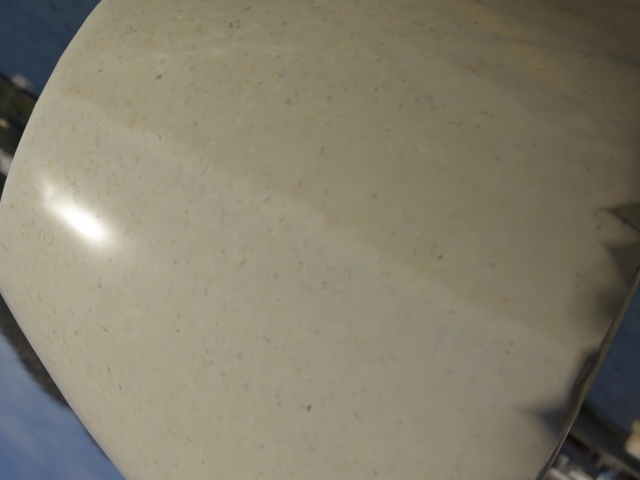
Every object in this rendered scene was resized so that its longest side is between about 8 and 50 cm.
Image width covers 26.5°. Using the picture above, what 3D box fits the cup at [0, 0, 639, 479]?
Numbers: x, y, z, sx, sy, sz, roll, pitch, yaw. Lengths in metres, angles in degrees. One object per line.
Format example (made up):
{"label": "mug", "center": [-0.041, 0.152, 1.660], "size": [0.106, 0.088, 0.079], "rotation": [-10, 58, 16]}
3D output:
{"label": "cup", "center": [0.000, 0.000, 0.604], "size": [0.237, 0.331, 0.331], "rotation": [26, 177, 6]}
